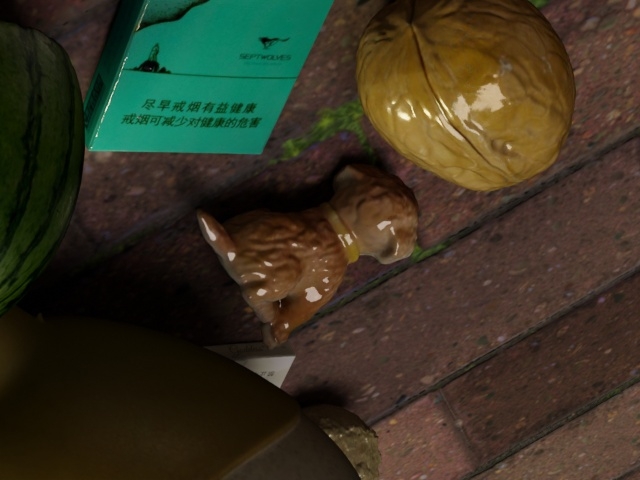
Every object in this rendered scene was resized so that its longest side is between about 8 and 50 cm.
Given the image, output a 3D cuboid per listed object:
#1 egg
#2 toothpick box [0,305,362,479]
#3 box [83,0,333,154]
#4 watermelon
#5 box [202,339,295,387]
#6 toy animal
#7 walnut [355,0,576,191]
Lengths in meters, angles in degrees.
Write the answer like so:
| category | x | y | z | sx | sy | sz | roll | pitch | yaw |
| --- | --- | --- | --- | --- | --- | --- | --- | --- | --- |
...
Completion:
| category | x | y | z | sx | sy | sz | roll | pitch | yaw |
| --- | --- | --- | --- | --- | --- | --- | --- | --- | --- |
| egg | 0.005 | 0.236 | 1.585 | 0.118 | 0.116 | 0.140 | -56 | 146 | -13 |
| toothpick box | -0.195 | 0.267 | 1.251 | 0.425 | 0.409 | 0.409 | 30 | 117 | -20 |
| box | -0.078 | -0.161 | 1.119 | 0.160 | 0.042 | 0.226 | -2 | 136 | -34 |
| watermelon | -0.299 | 0.001 | 0.970 | 0.330 | 0.189 | 0.331 | -14 | 168 | -3 |
| box | -0.108 | 0.181 | 1.515 | 0.109 | 0.029 | 0.198 | -2 | 134 | -33 |
| toy animal | -0.004 | -0.014 | 1.295 | 0.185 | 0.104 | 0.184 | -27 | 145 | 2 |
| walnut | 0.123 | -0.128 | 1.201 | 0.165 | 0.165 | 0.197 | -45 | 141 | 19 |
